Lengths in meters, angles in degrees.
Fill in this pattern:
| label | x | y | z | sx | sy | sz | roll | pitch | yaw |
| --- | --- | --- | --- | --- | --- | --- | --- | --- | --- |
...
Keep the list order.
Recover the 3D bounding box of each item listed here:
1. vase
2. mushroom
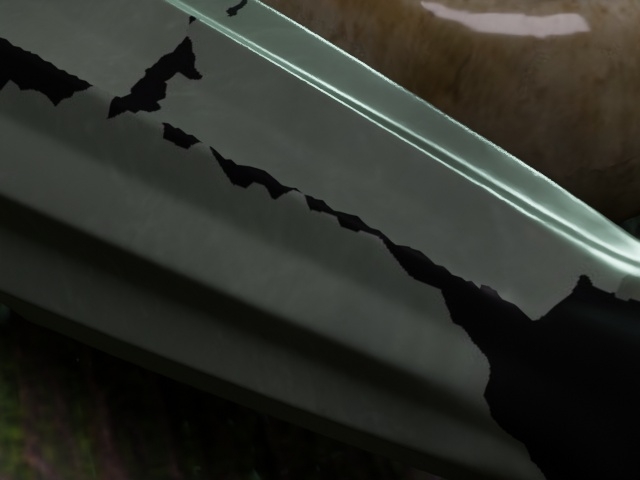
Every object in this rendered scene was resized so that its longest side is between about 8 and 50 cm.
| label | x | y | z | sx | sy | sz | roll | pitch | yaw |
| --- | --- | --- | --- | --- | --- | --- | --- | --- | --- |
| vase | 0.000 | 0.000 | 0.529 | 0.165 | 0.165 | 0.360 | -34 | 41 | -31 |
| mushroom | 0.078 | -0.101 | 0.664 | 0.253 | 0.195 | 0.189 | 14 | 52 | 7 |
